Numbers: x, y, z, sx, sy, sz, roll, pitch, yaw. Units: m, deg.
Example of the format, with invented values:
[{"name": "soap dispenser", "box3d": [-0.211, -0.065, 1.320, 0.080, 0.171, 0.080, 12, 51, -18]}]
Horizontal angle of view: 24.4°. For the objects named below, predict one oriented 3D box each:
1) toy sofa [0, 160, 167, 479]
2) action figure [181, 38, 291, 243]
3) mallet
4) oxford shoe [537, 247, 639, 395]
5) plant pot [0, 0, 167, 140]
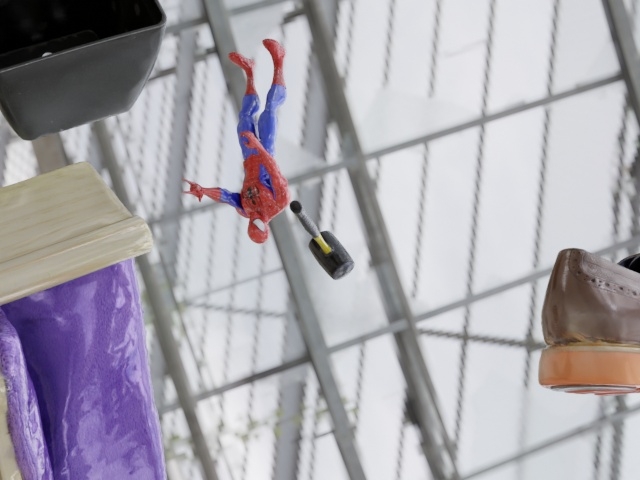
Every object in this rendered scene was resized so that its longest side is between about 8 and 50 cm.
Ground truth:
[{"name": "toy sofa", "box3d": [-0.186, 0.141, 1.113, 0.177, 0.150, 0.363, 46, -31, 44]}, {"name": "action figure", "box3d": [-0.103, -0.135, 1.909, 0.091, 0.139, 0.280, -18, -115, 32]}, {"name": "mallet", "box3d": [0.000, 0.000, 1.831, 0.062, 0.039, 0.190, 52, -1, 19]}, {"name": "oxford shoe", "box3d": [0.340, 0.076, 1.347, 0.130, 0.363, 0.133, -9, -103, 45]}, {"name": "plant pot", "box3d": [-0.276, -0.215, 1.540, 0.167, 0.188, 0.187, 97, -30, -58]}]
